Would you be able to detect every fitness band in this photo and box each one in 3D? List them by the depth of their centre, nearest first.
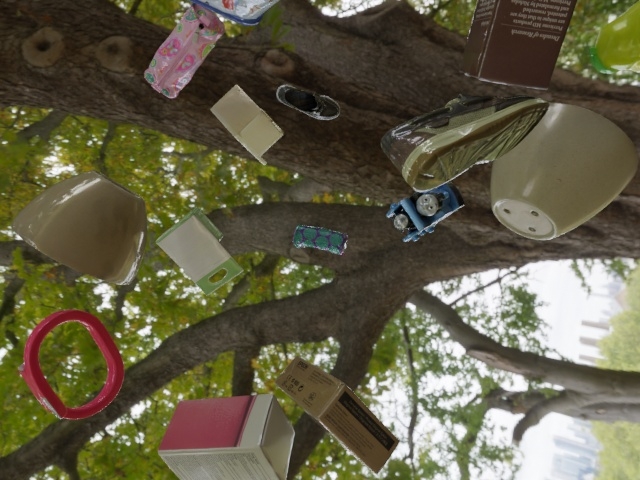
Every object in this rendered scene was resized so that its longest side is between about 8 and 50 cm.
[{"bbox_3d":[-0.615,0.313,1.144,0.209,0.054,0.290,-48,-52,-50],"label":"fitness band"}]

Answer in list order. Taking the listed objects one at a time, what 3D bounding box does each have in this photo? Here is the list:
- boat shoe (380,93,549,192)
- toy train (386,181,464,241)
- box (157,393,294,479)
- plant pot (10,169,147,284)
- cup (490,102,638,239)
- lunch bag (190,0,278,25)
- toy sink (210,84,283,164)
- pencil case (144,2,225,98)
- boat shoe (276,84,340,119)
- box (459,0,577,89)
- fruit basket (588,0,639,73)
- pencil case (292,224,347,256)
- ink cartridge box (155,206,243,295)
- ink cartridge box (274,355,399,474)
[{"bbox_3d":[0.159,-0.123,0.488,0.223,0.073,0.080,-27,-25,-29],"label":"boat shoe"},{"bbox_3d":[0.193,-0.059,0.832,0.080,0.105,0.184,57,-151,9],"label":"toy train"},{"bbox_3d":[-0.192,0.426,0.965,0.127,0.232,0.148,-78,-26,-54],"label":"box"},{"bbox_3d":[-0.522,-0.050,1.066,0.191,0.284,0.284,-59,-35,-3],"label":"plant pot"},{"bbox_3d":[0.571,-0.142,1.156,0.237,0.331,0.331,-54,-39,-13],"label":"cup"},{"bbox_3d":[-0.159,-0.495,0.664,0.243,0.115,0.303,6,-103,-37],"label":"lunch bag"},{"bbox_3d":[-0.230,-0.386,1.542,0.131,0.153,0.234,-42,-24,3],"label":"toy sink"},{"bbox_3d":[-0.404,-0.560,1.352,0.124,0.284,0.124,37,-150,-26],"label":"pencil case"},{"bbox_3d":[-0.029,-0.441,1.468,0.228,0.076,0.080,15,-70,-29],"label":"boat shoe"},{"bbox_3d":[0.376,-0.480,0.812,0.191,0.143,0.381,-75,-3,-65],"label":"box"},{"bbox_3d":[0.830,-0.470,1.007,0.392,0.283,0.392,-36,-15,-11],"label":"fruit basket"},{"bbox_3d":[0.000,0.000,1.311,0.064,0.152,0.070,-57,-24,-67],"label":"pencil case"},{"bbox_3d":[-0.365,0.037,1.407,0.235,0.171,0.056,50,-158,-16],"label":"ink cartridge box"},{"bbox_3d":[0.027,0.362,0.975,0.088,0.235,0.193,-48,-69,-18],"label":"ink cartridge box"}]
